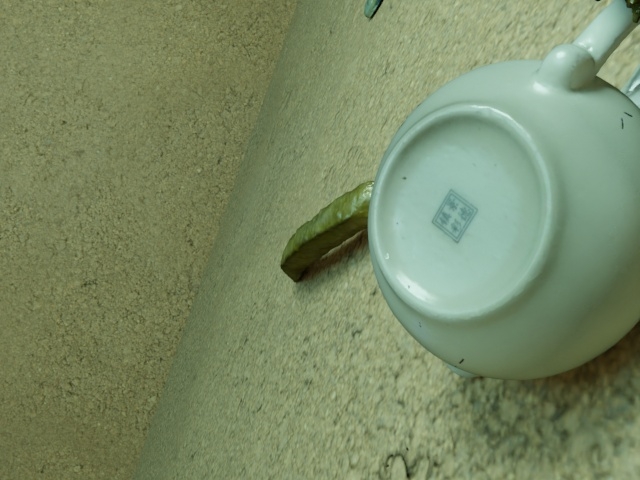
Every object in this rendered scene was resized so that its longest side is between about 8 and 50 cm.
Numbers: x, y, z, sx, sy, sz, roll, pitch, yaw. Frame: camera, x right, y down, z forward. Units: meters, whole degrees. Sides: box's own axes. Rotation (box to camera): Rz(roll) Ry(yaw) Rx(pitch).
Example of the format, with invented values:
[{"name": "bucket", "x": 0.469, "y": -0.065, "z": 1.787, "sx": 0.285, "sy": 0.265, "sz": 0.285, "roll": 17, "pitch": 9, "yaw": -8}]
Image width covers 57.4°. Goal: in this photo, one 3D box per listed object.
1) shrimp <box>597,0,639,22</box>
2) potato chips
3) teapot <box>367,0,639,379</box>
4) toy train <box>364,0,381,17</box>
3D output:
[{"name": "shrimp", "x": 0.213, "y": -0.187, "z": 0.337, "sx": 0.115, "sy": 0.051, "sz": 0.217, "roll": 10, "pitch": 43, "yaw": 36}, {"name": "potato chips", "x": 0.000, "y": 0.000, "z": 0.896, "sx": 0.407, "sy": 0.080, "sz": 0.057, "roll": 142, "pitch": 134, "yaw": -61}, {"name": "teapot", "x": 0.142, "y": -0.027, "z": 0.397, "sx": 0.300, "sy": 0.165, "sz": 0.208, "roll": -54, "pitch": 38, "yaw": 17}, {"name": "toy train", "x": 0.134, "y": -0.549, "z": 1.151, "sx": 0.234, "sy": 0.051, "sz": 0.052, "roll": -53, "pitch": 19, "yaw": 42}]
